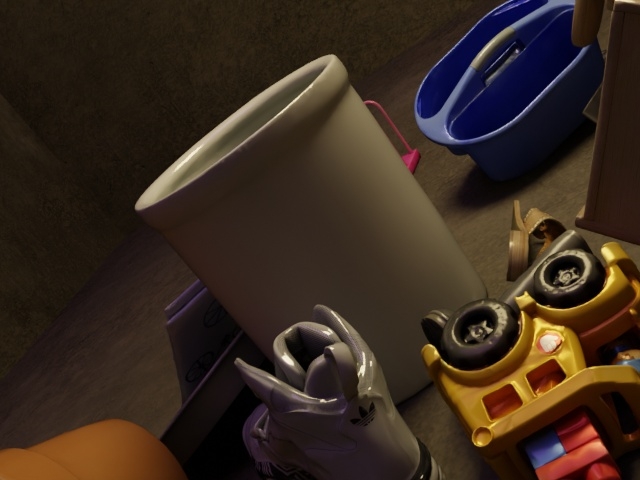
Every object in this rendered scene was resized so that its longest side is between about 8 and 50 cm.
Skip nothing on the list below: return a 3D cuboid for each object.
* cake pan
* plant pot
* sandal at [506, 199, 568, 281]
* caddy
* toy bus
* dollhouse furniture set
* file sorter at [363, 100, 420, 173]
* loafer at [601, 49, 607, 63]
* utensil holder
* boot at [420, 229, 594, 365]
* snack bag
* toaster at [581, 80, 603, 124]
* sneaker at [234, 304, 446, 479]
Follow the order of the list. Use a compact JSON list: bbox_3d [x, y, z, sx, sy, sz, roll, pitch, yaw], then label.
[{"bbox_3d":[-0.160,0.234,1.205,0.293,0.054,0.293,-52,-1,-1],"label":"cake pan"},{"bbox_3d":[-0.289,0.356,0.971,0.290,0.291,0.203,-25,5,37],"label":"plant pot"},{"bbox_3d":[0.287,0.006,1.034,0.079,0.088,0.240,5,15,14],"label":"sandal"},{"bbox_3d":[0.318,-0.272,1.342,0.341,0.179,0.241,-45,44,-1],"label":"caddy"},{"bbox_3d":[0.227,0.136,0.700,0.220,0.149,0.211,-33,30,8],"label":"toy bus"},{"bbox_3d":[0.448,-0.191,0.862,0.362,0.257,0.394,20,43,30],"label":"dollhouse furniture set"},{"bbox_3d":[0.057,-0.145,1.691,0.202,0.182,0.291,-28,20,32],"label":"file sorter"},{"bbox_3d":[0.481,-0.284,1.402,0.170,0.062,0.061,-44,22,-14],"label":"loafer"},{"bbox_3d":[0.000,0.000,1.074,0.327,0.385,0.328,-35,17,13],"label":"utensil holder"},{"bbox_3d":[0.216,0.067,0.871,0.208,0.190,0.076,-38,61,-3],"label":"boot"},{"bbox_3d":[-0.132,0.108,1.331,0.323,0.037,0.343,-45,-21,-28],"label":"snack bag"},{"bbox_3d":[0.469,-0.231,1.100,0.168,0.110,0.186,-49,-12,-16],"label":"toaster"},{"bbox_3d":[-0.016,0.183,0.899,0.137,0.210,0.365,-31,14,-24],"label":"sneaker"}]
